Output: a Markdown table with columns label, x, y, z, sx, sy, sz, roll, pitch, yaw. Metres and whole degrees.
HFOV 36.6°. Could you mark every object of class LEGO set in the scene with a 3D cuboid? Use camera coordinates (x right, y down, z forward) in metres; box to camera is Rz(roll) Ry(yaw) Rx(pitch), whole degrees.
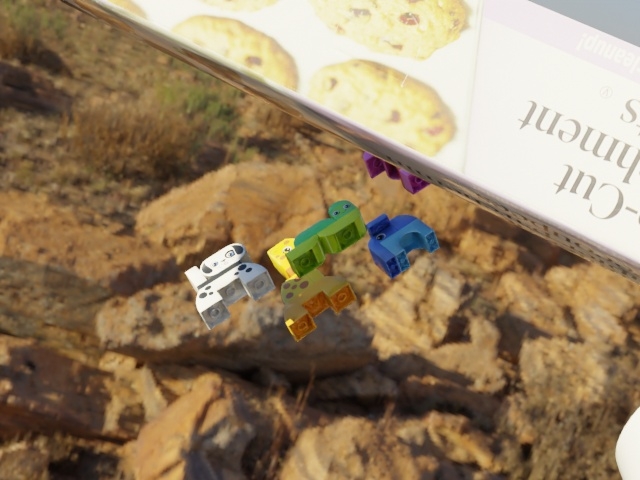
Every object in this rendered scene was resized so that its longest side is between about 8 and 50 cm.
| label | x | y | z | sx | sy | sz | roll | pitch | yaw |
| --- | --- | --- | --- | --- | --- | --- | --- | --- | --- |
| LEGO set | 0.000 | 0.000 | 0.757 | 0.227 | 0.087 | 0.093 | -33 | 38 | -12 |

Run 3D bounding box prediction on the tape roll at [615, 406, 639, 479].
| label | x | y | z | sx | sy | sz | roll | pitch | yaw |
| --- | --- | --- | --- | --- | --- | --- | --- | --- | --- |
| tape roll | 0.303 | 0.112 | 0.496 | 0.286 | 0.286 | 0.100 | 11 | 49 | -31 |

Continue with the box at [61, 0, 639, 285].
| label | x | y | z | sx | sy | sz | roll | pitch | yaw |
| --- | --- | --- | --- | --- | --- | --- | --- | --- | --- |
| box | 0.027 | -0.064 | 0.348 | 0.324 | 0.067 | 0.063 | 29 | 1 | 16 |
